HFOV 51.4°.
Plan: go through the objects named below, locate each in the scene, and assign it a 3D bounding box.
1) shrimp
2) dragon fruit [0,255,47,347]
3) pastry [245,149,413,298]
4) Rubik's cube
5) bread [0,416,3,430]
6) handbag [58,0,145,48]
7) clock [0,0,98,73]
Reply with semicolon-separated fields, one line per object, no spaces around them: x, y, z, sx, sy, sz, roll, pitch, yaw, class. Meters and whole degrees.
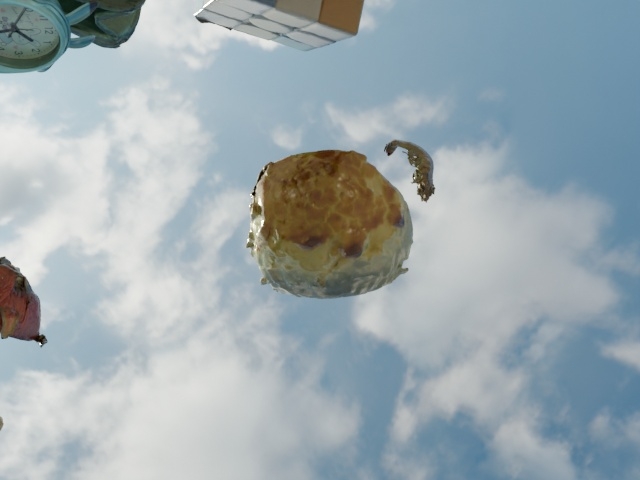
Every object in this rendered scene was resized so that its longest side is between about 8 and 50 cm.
0.188;-0.157;1.392;0.124;0.034;0.178;26;-136;-17;shrimp
-0.696;0.115;1.458;0.224;0.218;0.148;22;-100;30;dragon fruit
0.006;-0.004;1.032;0.256;0.236;0.170;4;-135;18;pastry
-0.091;-0.703;1.675;0.347;0.347;0.343;9;-85;-27;Rubik's cube
-0.366;0.181;0.610;0.132;0.074;0.053;-23;-129;-32;bread
-0.318;-0.433;0.852;0.239;0.089;0.326;17;-113;-26;handbag
-0.304;-0.219;0.676;0.147;0.108;0.045;-2;-120;-20;clock
